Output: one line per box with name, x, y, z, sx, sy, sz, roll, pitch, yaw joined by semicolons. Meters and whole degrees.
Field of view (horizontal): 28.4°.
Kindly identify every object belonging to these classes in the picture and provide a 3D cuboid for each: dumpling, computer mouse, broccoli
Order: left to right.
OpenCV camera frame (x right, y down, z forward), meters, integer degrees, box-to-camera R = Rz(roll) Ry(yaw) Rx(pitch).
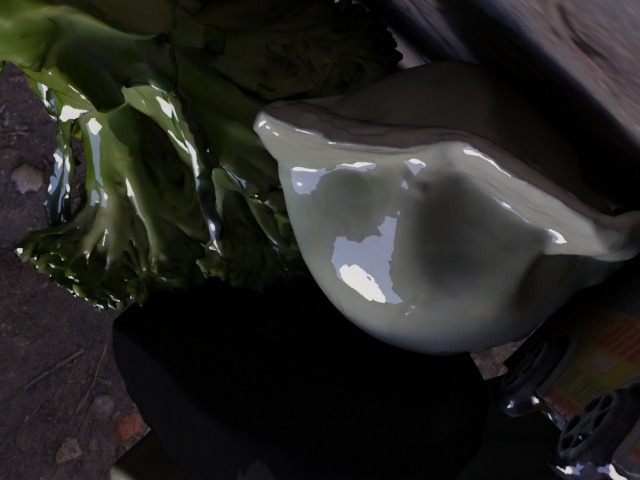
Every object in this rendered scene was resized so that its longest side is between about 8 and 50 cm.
broccoli;-0.104;-0.084;0.603;0.361;0.221;0.252;-14;-88;-67
computer mouse;-0.009;0.082;0.644;0.269;0.137;0.086;29;137;60
dumpling;0.072;-0.012;0.532;0.151;0.124;0.229;4;172;25

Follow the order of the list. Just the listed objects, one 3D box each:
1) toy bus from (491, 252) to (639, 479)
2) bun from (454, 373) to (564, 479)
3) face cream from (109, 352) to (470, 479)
toy bus;0.141;0.063;0.483;0.092;0.106;0.268;43;-179;-2
bun;0.157;0.179;0.730;0.354;0.194;0.354;11;-168;-2
face cream;0.023;0.062;0.789;0.137;0.341;0.084;43;154;16
